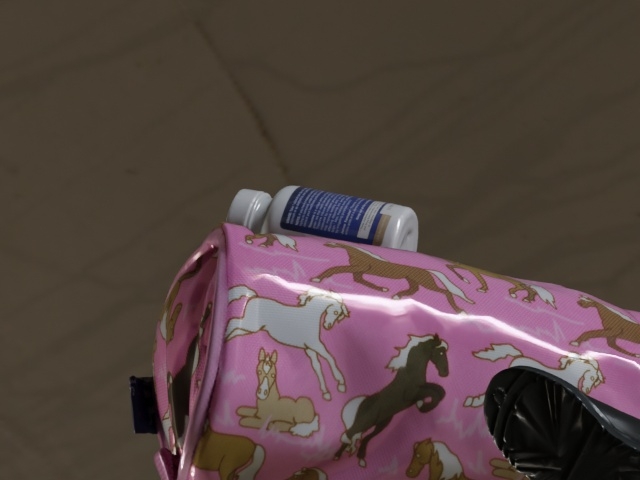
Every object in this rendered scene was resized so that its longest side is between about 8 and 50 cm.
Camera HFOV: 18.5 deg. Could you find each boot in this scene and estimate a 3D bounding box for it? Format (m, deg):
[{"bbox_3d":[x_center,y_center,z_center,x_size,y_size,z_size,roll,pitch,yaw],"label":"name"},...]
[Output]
[{"bbox_3d":[0.141,0.089,0.848,0.121,0.099,0.045,30,-70,32],"label":"boot"}]

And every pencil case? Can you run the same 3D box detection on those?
[{"bbox_3d":[0.089,0.106,1.163,0.160,0.386,0.167,-102,-151,-48],"label":"pencil case"}]

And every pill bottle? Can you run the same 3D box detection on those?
[{"bbox_3d":[0.000,0.000,1.315,0.120,0.067,0.067,11,-90,17],"label":"pill bottle"}]
